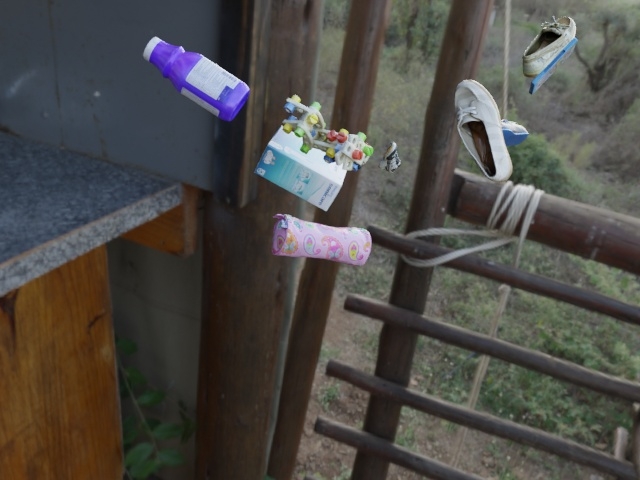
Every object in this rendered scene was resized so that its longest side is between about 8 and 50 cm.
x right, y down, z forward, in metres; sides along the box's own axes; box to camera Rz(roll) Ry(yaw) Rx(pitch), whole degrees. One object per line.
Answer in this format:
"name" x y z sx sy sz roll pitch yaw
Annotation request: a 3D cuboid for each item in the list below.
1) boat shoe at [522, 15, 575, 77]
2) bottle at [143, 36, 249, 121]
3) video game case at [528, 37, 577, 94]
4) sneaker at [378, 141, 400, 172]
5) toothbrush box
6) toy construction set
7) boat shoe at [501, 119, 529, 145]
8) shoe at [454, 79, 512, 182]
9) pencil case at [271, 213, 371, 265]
"boat shoe" 0.782 -0.679 1.945 0.105 0.089 0.285 18 63 43
"bottle" -0.335 -0.438 1.526 0.283 0.092 0.118 31 61 -6
"video game case" 0.685 -0.512 1.682 0.015 0.166 0.119 46 12 11
"sneaker" 0.135 -0.153 1.057 0.037 0.083 0.031 29 73 4
"toothbrush box" -0.062 -0.265 2.069 0.296 0.126 0.216 27 31 -6
"toy construction set" 0.036 -0.308 1.718 0.151 0.215 0.328 -46 51 -7
"boat shoe" 0.677 -0.404 2.138 0.258 0.109 0.089 -3 55 -47
"shoe" 0.316 -0.217 1.123 0.058 0.218 0.077 -14 -9 -44
"pencil case" 0.000 0.000 1.610 0.284 0.124 0.124 10 24 -23
